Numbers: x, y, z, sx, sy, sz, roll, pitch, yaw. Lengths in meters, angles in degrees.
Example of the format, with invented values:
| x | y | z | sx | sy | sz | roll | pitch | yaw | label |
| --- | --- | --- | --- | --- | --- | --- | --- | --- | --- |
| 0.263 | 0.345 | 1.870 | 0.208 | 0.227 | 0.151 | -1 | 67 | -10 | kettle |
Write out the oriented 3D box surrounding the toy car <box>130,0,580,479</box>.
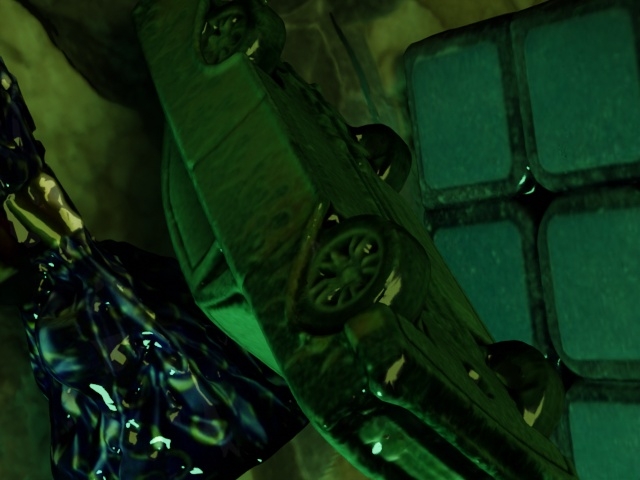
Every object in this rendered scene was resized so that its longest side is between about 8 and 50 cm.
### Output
| x | y | z | sx | sy | sz | roll | pitch | yaw | label |
| --- | --- | --- | --- | --- | --- | --- | --- | --- | --- |
| 0.000 | 0.000 | 0.600 | 0.097 | 0.321 | 0.141 | -40 | 128 | 11 | toy car |

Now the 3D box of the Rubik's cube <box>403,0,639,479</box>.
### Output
| x | y | z | sx | sy | sz | roll | pitch | yaw | label |
| --- | --- | --- | --- | --- | --- | --- | --- | --- | --- |
| 0.261 | 0.007 | 0.758 | 0.304 | 0.301 | 0.305 | -6 | 88 | -34 | Rubik's cube |

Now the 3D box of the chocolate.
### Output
| x | y | z | sx | sy | sz | roll | pitch | yaw | label |
| --- | --- | --- | --- | --- | --- | --- | --- | --- | --- |
| -0.143 | -0.017 | 0.599 | 0.343 | 0.126 | 0.148 | 55 | 43 | -15 | chocolate |
